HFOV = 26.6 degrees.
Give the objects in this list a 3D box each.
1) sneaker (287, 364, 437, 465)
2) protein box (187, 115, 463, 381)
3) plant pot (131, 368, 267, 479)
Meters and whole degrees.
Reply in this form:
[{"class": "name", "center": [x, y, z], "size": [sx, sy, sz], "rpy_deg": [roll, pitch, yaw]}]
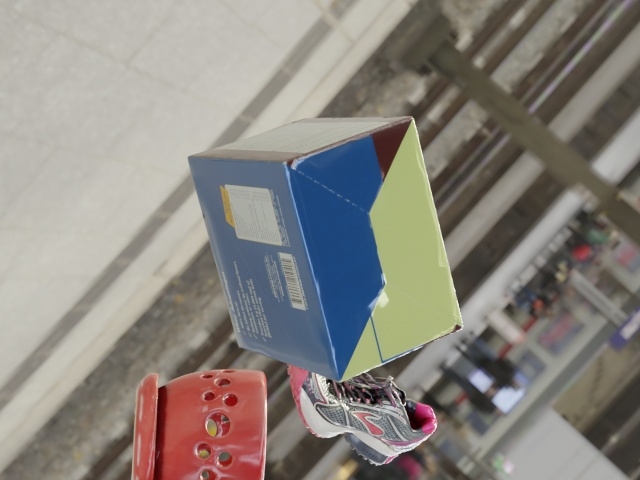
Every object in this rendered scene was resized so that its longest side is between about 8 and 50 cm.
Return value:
[{"class": "sneaker", "center": [0.057, 0.237, 2.028], "size": [0.112, 0.120, 0.299], "rpy_deg": [-29, 142, 25]}, {"class": "protein box", "center": [0.000, 0.000, 1.235], "size": [0.136, 0.199, 0.201], "rpy_deg": [-21, -166, -26]}, {"class": "plant pot", "center": [-0.162, 0.266, 1.802], "size": [0.191, 0.174, 0.191], "rpy_deg": [-177, -90, -82]}]
